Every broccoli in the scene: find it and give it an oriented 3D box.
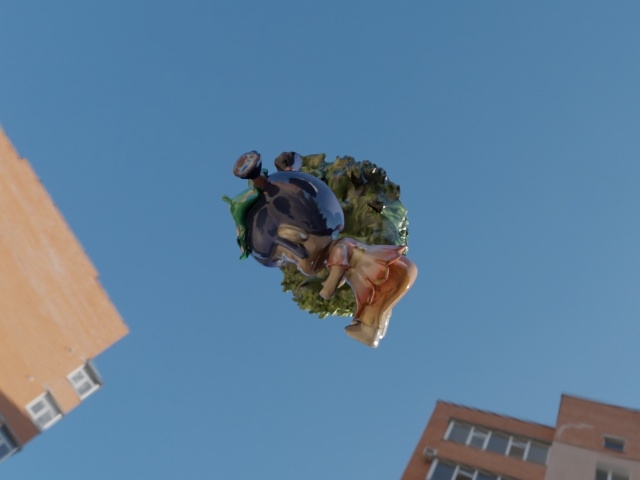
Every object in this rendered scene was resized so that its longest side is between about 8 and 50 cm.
[{"bbox_3d":[0.021,-0.011,1.031,0.198,0.176,0.226,-35,-87,32],"label":"broccoli"}]

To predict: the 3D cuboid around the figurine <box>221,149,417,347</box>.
[{"bbox_3d":[0.000,0.000,0.744,0.195,0.111,0.102,33,-80,5],"label":"figurine"}]
